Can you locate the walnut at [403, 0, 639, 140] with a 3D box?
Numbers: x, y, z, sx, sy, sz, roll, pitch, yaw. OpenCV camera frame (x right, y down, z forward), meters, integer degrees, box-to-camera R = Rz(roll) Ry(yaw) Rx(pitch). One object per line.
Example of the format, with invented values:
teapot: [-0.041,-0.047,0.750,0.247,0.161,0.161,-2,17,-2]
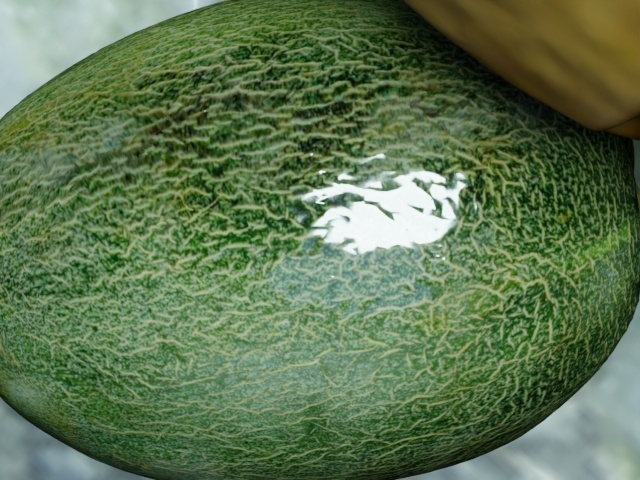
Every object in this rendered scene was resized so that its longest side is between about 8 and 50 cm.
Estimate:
walnut: [0.089,-0.108,0.354,0.298,0.203,0.203,30,104,15]

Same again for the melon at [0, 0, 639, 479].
melon: [0.000,0.000,0.423,0.167,0.114,0.114,-5,103,8]
